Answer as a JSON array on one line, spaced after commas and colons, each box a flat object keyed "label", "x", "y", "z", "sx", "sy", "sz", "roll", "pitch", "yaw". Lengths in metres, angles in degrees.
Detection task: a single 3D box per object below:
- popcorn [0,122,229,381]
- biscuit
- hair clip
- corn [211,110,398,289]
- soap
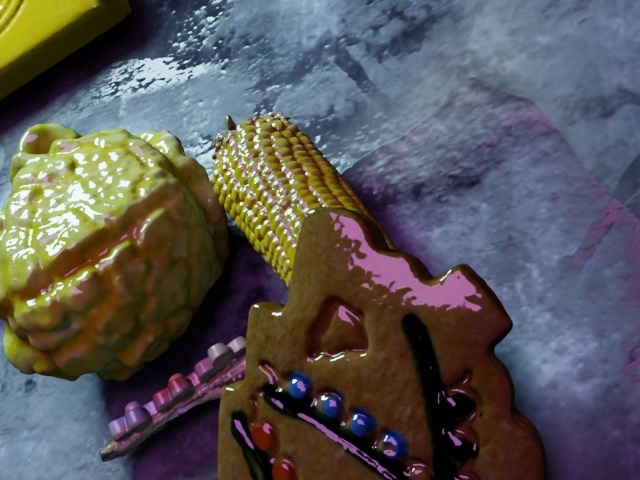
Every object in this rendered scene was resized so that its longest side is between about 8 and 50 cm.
[{"label": "popcorn", "x": -0.200, "y": -0.005, "z": 1.086, "sx": 0.225, "sy": 0.173, "sz": 0.286, "roll": -11, "pitch": 47, "yaw": 10}, {"label": "biscuit", "x": 0.025, "y": 0.138, "z": 0.870, "sx": 0.278, "sy": 0.043, "sz": 0.301, "roll": 48, "pitch": 111, "yaw": 15}, {"label": "hair clip", "x": -0.114, "y": 0.134, "z": 1.013, "sx": 0.214, "sy": 0.062, "sz": 0.056, "roll": -25, "pitch": 75, "yaw": 13}, {"label": "corn", "x": 0.000, "y": 0.000, "z": 0.995, "sx": 0.106, "sy": 0.106, "sz": 0.305, "roll": -42, "pitch": 53, "yaw": 5}, {"label": "soap", "x": -0.416, "y": -0.283, "z": 1.375, "sx": 0.324, "sy": 0.096, "sz": 0.204, "roll": -30, "pitch": 89, "yaw": 16}]
